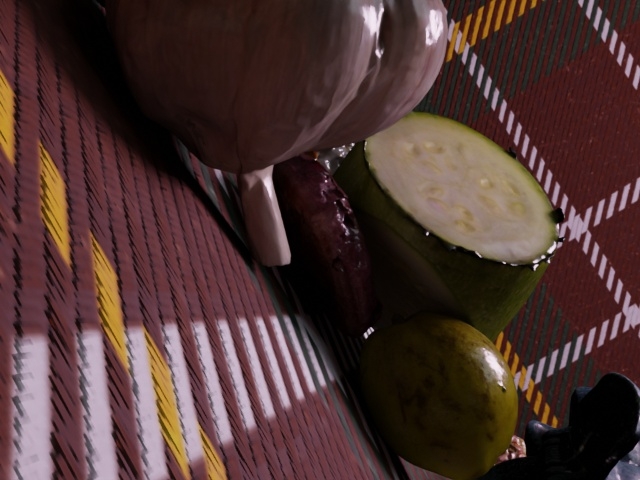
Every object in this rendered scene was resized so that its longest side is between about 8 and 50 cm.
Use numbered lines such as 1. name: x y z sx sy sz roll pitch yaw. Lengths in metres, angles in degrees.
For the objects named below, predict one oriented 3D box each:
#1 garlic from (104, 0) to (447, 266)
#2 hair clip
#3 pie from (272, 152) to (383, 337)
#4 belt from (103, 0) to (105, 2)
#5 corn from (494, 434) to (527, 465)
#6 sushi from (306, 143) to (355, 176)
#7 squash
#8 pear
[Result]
1. garlic: -0.038 -0.089 0.610 0.218 0.218 0.212 -97 -164 -76
2. hair clip: 0.252 0.245 0.828 0.206 0.194 0.310 46 23 -10
3. pie: 0.000 0.000 0.730 0.153 0.038 0.153 57 -13 21
4. belt: -0.120 -0.244 0.704 0.122 0.128 0.218 59 7 -3
5. corn: 0.280 0.320 1.331 0.280 0.092 0.092 46 14 -53
6. sushi: -0.006 -0.069 0.925 0.226 0.103 0.097 -100 174 -70
7. squash: 0.064 0.038 0.808 0.189 0.260 0.189 18 41 -16
8. pear: 0.088 0.111 0.709 0.131 0.107 0.107 62 6 -1
